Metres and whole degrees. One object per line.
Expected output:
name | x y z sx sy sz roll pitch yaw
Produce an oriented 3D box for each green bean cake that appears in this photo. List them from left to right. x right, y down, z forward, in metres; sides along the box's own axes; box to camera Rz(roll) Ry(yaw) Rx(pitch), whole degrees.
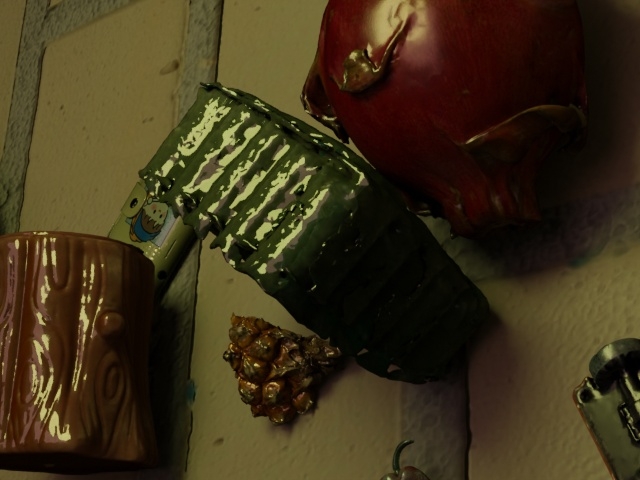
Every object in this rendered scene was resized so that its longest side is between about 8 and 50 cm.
green bean cake | 0.000 0.000 1.085 0.132 0.255 0.241 -54 44 -3

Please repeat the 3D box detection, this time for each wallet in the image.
wallet | -0.177 -0.026 1.401 0.110 0.039 0.155 32 92 44

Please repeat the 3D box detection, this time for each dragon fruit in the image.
dragon fruit | 0.108 -0.159 1.088 0.250 0.250 0.315 7 92 43

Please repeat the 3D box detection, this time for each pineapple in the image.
pineapple | -0.022 0.111 1.192 0.114 0.077 0.114 -10 98 27

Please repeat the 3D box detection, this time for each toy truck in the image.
toy truck | 0.304 0.081 0.869 0.252 0.114 0.107 -40 47 23

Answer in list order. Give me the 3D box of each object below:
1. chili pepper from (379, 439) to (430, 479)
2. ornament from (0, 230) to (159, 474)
chili pepper | 0.080 0.240 1.044 0.050 0.041 0.153 -37 63 49
ornament | -0.266 0.116 1.279 0.235 0.221 0.218 111 161 -73
